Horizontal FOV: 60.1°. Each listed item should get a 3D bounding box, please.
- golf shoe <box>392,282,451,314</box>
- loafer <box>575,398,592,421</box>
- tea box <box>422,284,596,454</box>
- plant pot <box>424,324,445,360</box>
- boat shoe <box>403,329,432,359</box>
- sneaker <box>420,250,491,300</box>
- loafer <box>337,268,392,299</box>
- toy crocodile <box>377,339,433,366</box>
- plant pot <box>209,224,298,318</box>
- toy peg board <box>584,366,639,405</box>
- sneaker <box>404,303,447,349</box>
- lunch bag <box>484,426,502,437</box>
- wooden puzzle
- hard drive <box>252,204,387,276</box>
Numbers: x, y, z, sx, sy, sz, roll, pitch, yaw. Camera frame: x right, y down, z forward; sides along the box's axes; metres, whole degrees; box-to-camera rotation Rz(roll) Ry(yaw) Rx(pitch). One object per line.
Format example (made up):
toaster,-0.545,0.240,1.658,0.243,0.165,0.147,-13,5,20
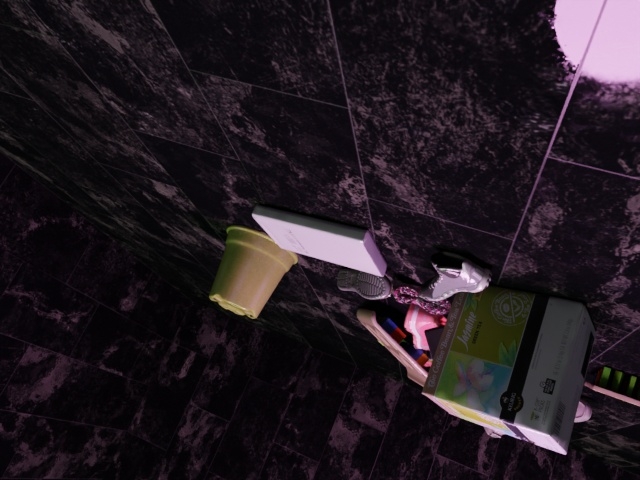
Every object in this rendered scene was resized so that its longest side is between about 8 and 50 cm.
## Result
golf shoe,0.308,0.168,1.685,0.186,0.067,0.086,20,-166,-4
loafer,0.892,0.632,2.168,0.111,0.112,0.319,25,165,-33
tea box,0.488,0.315,1.422,0.324,0.329,0.220,8,157,38
plant pot,0.462,0.337,1.698,0.187,0.188,0.167,7,150,-40
boat shoe,0.420,0.408,2.132,0.108,0.102,0.301,35,159,-31
sneaker,0.309,0.079,1.403,0.132,0.086,0.229,36,149,-20
loafer,0.151,0.130,1.740,0.087,0.094,0.251,6,-177,-31
toy crocodile,0.398,0.477,2.353,0.341,0.105,0.115,13,159,31
plant pot,-0.253,0.121,1.917,0.276,0.254,0.276,22,162,8
toy peg board,0.914,0.441,1.693,0.161,0.079,0.161,18,177,19
sneaker,0.386,0.314,1.898,0.136,0.116,0.314,10,158,28
lunch bag,0.655,0.568,1.999,0.169,0.287,0.235,18,162,17
wooden puzzle,0.290,0.391,2.108,0.348,0.080,0.322,50,172,-1
hard drive,0.000,0.000,1.597,0.353,0.047,0.233,15,160,27
